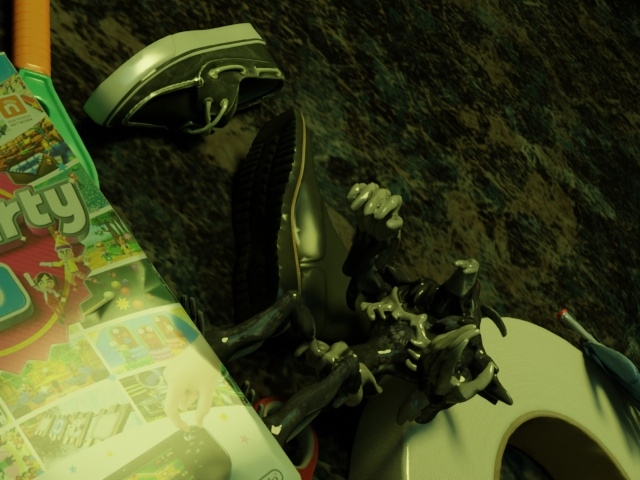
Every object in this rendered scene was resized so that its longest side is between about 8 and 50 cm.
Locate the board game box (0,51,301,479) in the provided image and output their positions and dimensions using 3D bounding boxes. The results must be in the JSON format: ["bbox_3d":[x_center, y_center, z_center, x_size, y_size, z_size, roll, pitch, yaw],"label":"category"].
[{"bbox_3d":[-0.189,0.067,0.419,0.224,0.097,0.303,-28,76,-44],"label":"board game box"}]

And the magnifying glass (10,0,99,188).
[{"bbox_3d":[-0.210,-0.099,0.609,0.092,0.026,0.231,13,52,-37],"label":"magnifying glass"}]

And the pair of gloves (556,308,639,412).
[{"bbox_3d":[0.305,0.139,0.836,0.159,0.023,0.198,50,4,35],"label":"pair of gloves"}]

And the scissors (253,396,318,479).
[{"bbox_3d":[-0.011,0.203,0.511,0.109,0.021,0.297,19,32,-39],"label":"scissors"}]

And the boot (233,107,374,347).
[{"bbox_3d":[0.000,0.000,0.707,0.137,0.077,0.198,23,60,-36],"label":"boot"}]

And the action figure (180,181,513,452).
[{"bbox_3d":[0.044,0.059,0.571,0.275,0.141,0.164,-17,57,-37],"label":"action figure"}]

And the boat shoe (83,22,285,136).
[{"bbox_3d":[-0.099,-0.127,0.693,0.070,0.078,0.219,51,38,1],"label":"boat shoe"}]

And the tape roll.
[{"bbox_3d":[0.190,0.251,0.690,0.392,0.072,0.392,25,46,-29],"label":"tape roll"}]
